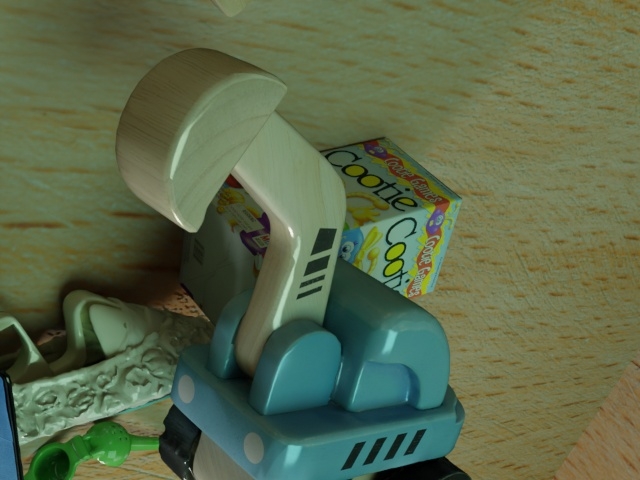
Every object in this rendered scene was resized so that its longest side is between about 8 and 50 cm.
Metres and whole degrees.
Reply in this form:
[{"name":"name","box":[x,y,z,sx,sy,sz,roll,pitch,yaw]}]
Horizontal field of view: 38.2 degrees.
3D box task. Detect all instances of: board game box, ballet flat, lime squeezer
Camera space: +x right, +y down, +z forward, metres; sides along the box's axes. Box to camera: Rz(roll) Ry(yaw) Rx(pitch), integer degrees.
[{"name":"board game box","box":[0.000,0.000,1.041,0.275,0.142,0.144,-16,134,-34]},{"name":"ballet flat","box":[-0.268,0.125,0.917,0.408,0.147,0.147,-18,135,-32]},{"name":"lime squeezer","box":[-0.292,0.263,1.092,0.310,0.059,0.110,-18,165,-35]}]

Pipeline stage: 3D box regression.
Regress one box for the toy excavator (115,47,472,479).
[{"name":"toy excavator","box":[-0.016,0.074,0.844,0.433,0.222,0.445,2,109,-43]}]

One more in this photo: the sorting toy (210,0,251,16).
[{"name":"sorting toy","box":[-0.062,-0.353,0.698,0.255,0.089,0.257,-45,143,-2]}]

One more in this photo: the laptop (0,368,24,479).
[{"name":"laptop","box":[-0.465,0.250,0.718,0.407,0.236,0.382,-18,128,-33]}]
